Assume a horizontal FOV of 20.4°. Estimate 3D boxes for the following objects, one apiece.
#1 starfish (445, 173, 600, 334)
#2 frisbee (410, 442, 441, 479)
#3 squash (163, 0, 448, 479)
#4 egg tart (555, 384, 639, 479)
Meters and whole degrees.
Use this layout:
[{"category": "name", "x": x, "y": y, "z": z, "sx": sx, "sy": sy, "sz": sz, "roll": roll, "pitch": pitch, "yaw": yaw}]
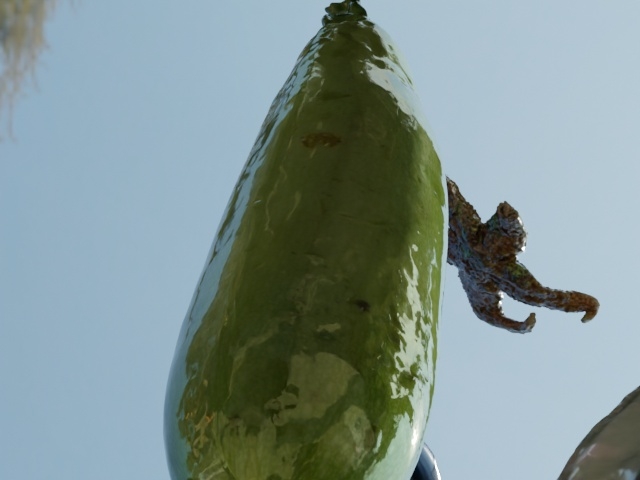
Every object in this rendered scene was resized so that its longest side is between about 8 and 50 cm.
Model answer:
[{"category": "starfish", "x": 0.148, "y": 0.010, "z": 1.533, "sx": 0.210, "sy": 0.150, "sz": 0.053, "roll": 29, "pitch": -122, "yaw": 8}, {"category": "frisbee", "x": -0.030, "y": 0.194, "z": 0.997, "sx": 0.242, "sy": 0.242, "sz": 0.045, "roll": -28, "pitch": -144, "yaw": -26}, {"category": "squash", "x": 0.007, "y": 0.004, "z": 0.852, "sx": 0.118, "sy": 0.118, "sz": 0.370, "roll": 14, "pitch": -140, "yaw": -1}, {"category": "egg tart", "x": 0.150, "y": 0.047, "z": 0.307, "sx": 0.234, "sy": 0.094, "sz": 0.234, "roll": -6, "pitch": -155, "yaw": 3}]
